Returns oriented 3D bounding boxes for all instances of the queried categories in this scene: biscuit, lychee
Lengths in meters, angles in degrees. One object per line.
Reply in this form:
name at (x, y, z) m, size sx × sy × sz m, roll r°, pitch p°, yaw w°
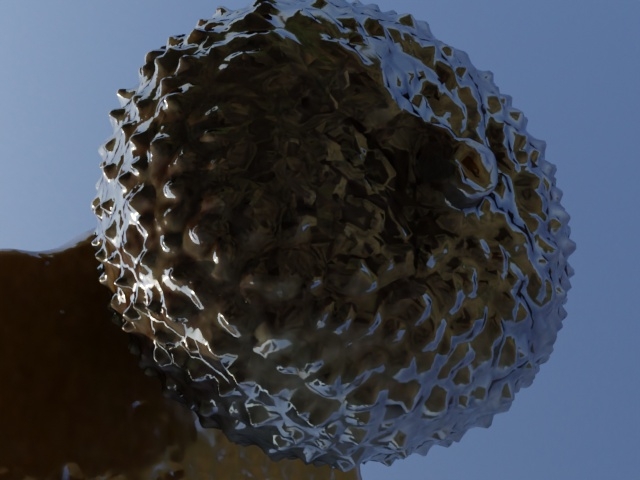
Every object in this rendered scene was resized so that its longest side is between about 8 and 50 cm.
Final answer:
biscuit at (-0.115, 0.173, 0.787) m, size 0.062 × 0.385 × 0.365 m, roll -19°, pitch -119°, yaw 44°
lychee at (0.001, 0.004, 0.704) m, size 0.300 × 0.300 × 0.300 m, roll -4°, pitch -111°, yaw 10°
